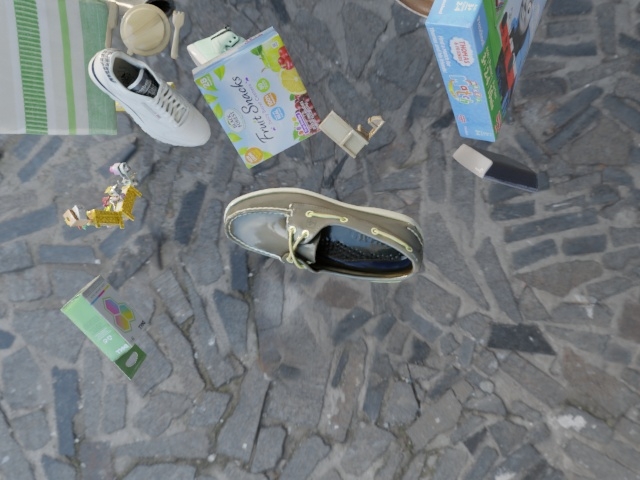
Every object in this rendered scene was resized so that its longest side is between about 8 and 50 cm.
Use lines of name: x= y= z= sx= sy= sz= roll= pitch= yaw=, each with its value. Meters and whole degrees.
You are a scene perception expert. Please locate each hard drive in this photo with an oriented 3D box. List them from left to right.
hard drive: x=0.461 y=-0.196 z=1.524 sx=0.172 sy=0.254 sz=0.054 roll=14 pitch=109 yaw=-9

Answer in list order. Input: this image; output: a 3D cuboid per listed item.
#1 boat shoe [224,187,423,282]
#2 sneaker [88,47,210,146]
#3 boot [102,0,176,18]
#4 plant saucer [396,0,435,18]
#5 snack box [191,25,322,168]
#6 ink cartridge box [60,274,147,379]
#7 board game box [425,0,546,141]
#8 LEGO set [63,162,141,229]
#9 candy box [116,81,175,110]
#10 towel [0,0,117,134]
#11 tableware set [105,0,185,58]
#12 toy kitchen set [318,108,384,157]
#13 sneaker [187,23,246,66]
boat shoe: x=0.000 y=-0.004 z=0.846 sx=0.305 sy=0.091 sz=0.109 roll=8 pitch=119 yaw=3
sneaker: x=-0.280 y=-0.236 z=0.986 sx=0.235 sy=0.095 sz=0.090 roll=33 pitch=75 yaw=-35
boot: x=-0.425 y=-0.471 z=1.151 sx=0.209 sy=0.076 sz=0.190 roll=34 pitch=56 yaw=20
plant saucer: x=0.221 y=-0.502 z=0.889 sx=0.311 sy=0.050 sz=0.310 roll=8 pitch=113 yaw=18
snack box: x=-0.115 y=-0.266 z=1.095 sx=0.175 sy=0.070 sz=0.207 roll=-27 pitch=126 yaw=2
ink cartridge box: x=-0.439 y=0.184 z=1.233 sx=0.062 sy=0.109 sz=0.209 roll=-36 pitch=104 yaw=11
board game box: x=0.154 y=-0.214 z=0.479 sx=0.039 sy=0.160 sz=0.211 roll=16 pitch=77 yaw=27
LEGO set: x=-0.572 y=-0.081 z=1.501 sx=0.107 sy=0.287 sz=0.132 roll=-14 pitch=119 yaw=24
candy box: x=-0.471 y=-0.353 z=1.413 sx=0.206 sy=0.105 sz=0.027 roll=3 pitch=131 yaw=13
towel: x=-0.528 y=-0.306 z=0.990 sx=0.325 sy=0.038 sz=0.247 roll=-6 pitch=101 yaw=-28
tableware set: x=-0.291 y=-0.415 z=0.996 sx=0.128 sy=0.039 sz=0.194 roll=10 pitch=97 yaw=0
toy kitchen set: x=0.050 y=-0.184 z=0.895 sx=0.075 sy=0.083 sz=0.068 roll=39 pitch=109 yaw=-12
sneaker: x=-0.246 y=-0.493 z=1.587 sx=0.151 sy=0.094 sz=0.256 roll=-35 pitch=65 yaw=-8
